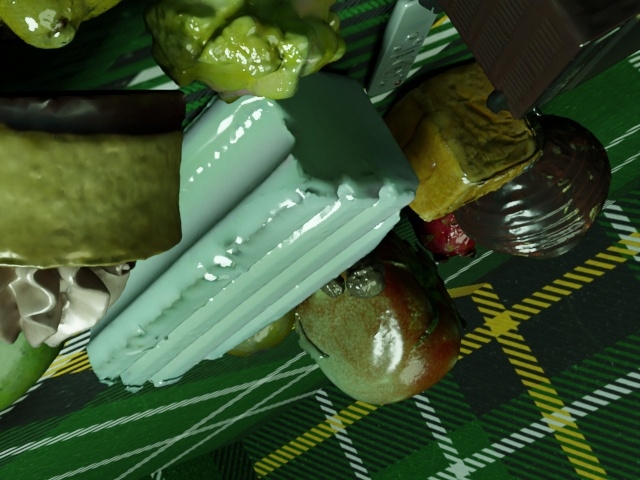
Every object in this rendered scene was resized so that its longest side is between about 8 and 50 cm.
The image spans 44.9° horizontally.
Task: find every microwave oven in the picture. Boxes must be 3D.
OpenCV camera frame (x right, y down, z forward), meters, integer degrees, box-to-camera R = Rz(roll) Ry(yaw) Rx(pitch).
[{"bbox_3d":[0.220,-0.243,0.607,0.247,0.188,0.178,-31,170,-6],"label":"microwave oven"}]

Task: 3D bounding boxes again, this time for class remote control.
[{"bbox_3d":[0.081,-0.201,0.781,0.050,0.027,0.184,-23,168,-14],"label":"remote control"}]

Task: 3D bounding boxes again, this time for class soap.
[{"bbox_3d":[-0.106,0.009,0.865,0.446,0.156,0.261,-40,161,33],"label":"soap"}]

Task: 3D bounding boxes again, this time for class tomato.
[{"bbox_3d":[0.093,0.128,1.329,0.239,0.303,0.303,-36,162,19],"label":"tomato"}]

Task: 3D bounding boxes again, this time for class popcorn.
[{"bbox_3d":[-0.052,-0.157,0.537,0.126,0.126,0.145,-10,-163,41],"label":"popcorn"}]

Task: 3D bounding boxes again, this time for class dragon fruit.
[{"bbox_3d":[0.221,-0.030,1.364,0.133,0.136,0.166,2,-168,1],"label":"dragon fruit"}]

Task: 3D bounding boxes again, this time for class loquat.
[{"bbox_3d":[-0.111,0.105,1.180,0.152,0.152,0.195,-30,176,3],"label":"loquat"}]

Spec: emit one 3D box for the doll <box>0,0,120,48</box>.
[{"bbox_3d":[-0.186,-0.130,0.431,0.209,0.097,0.137,-30,170,22],"label":"doll"}]

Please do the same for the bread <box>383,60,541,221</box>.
[{"bbox_3d":[0.171,-0.122,0.961,0.158,0.143,0.149,-19,168,-31],"label":"bread"}]

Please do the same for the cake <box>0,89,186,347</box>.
[{"bbox_3d":[-0.180,-0.012,0.517,0.208,0.178,0.185,0,-169,18],"label":"cake"}]

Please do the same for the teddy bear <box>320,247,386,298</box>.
[{"bbox_3d":[0.000,0.000,1.095,0.190,0.140,0.177,-12,126,-22],"label":"teddy bear"}]

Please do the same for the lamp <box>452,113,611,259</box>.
[{"bbox_3d":[0.309,-0.089,1.164,0.247,0.247,0.247,-26,164,-8],"label":"lamp"}]

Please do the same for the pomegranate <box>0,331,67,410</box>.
[{"bbox_3d":[-0.310,0.040,0.617,0.187,0.187,0.225,-30,136,3],"label":"pomegranate"}]
